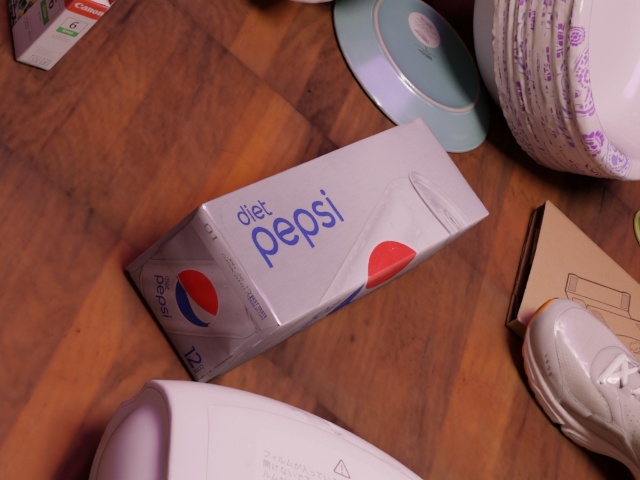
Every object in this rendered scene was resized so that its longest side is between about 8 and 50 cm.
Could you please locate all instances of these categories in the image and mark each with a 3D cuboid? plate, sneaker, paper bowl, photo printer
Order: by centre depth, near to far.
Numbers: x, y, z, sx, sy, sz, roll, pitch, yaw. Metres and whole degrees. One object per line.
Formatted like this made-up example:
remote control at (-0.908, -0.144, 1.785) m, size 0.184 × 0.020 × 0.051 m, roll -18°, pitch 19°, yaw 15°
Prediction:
photo printer at (-0.020, 0.233, 0.902) m, size 0.256 × 0.107 × 0.307 m, roll 27°, pitch 42°, yaw -29°
sneaker at (0.273, 0.143, 1.264) m, size 0.099 × 0.121 × 0.262 m, roll -39°, pitch 89°, yaw -34°
plate at (0.089, -0.163, 1.423) m, size 0.188 × 0.024 × 0.188 m, roll 27°, pitch 43°, yaw -29°
paper bowl at (0.247, -0.201, 1.458) m, size 0.284 × 0.148 × 0.284 m, roll -17°, pitch 112°, yaw -49°

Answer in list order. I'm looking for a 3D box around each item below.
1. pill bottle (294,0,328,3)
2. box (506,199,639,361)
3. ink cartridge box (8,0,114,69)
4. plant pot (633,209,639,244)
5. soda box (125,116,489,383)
pill bottle at (0.054, -0.319, 1.379) m, size 0.188 × 0.188 × 0.334 m, roll 50°, pitch 36°, yaw -2°
box at (0.250, 0.079, 1.393) m, size 0.201 × 0.021 × 0.164 m, roll 41°, pitch 38°, yaw -16°
ink cartridge box at (-0.168, -0.174, 1.079) m, size 0.029 × 0.115 × 0.063 m, roll 15°, pitch 50°, yaw -40°
plant pot at (0.360, -0.015, 1.540) m, size 0.083 × 0.079 × 0.083 m, roll 29°, pitch 41°, yaw -29°
soda box at (0.000, 0.000, 1.133) m, size 0.286 × 0.091 × 0.098 m, roll -25°, pitch 80°, yaw -53°
